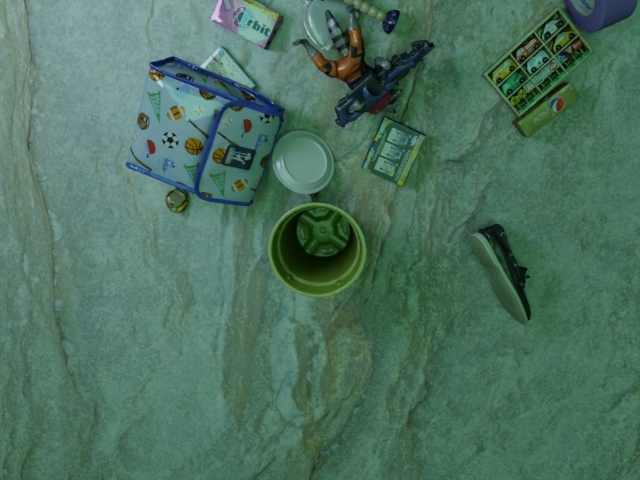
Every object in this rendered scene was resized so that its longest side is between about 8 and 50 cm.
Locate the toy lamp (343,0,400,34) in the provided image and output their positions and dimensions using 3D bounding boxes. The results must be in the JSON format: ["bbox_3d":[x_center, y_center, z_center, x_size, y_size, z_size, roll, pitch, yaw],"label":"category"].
[{"bbox_3d":[0.087,-0.671,1.592,0.274,0.080,0.080,21,106,-16],"label":"toy lamp"}]

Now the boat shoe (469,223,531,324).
[{"bbox_3d":[0.583,0.099,1.764,0.113,0.127,0.340,-34,98,-11],"label":"boat shoe"}]

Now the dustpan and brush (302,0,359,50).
[{"bbox_3d":[-0.013,-0.667,1.644,0.211,0.060,0.147,42,91,-14],"label":"dustpan and brush"}]

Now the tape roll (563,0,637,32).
[{"bbox_3d":[0.699,-0.682,1.463,0.090,0.275,0.275,-23,102,10],"label":"tape roll"}]

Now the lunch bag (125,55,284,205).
[{"bbox_3d":[-0.328,-0.306,1.662,0.385,0.239,0.328,23,115,-4],"label":"lunch bag"}]

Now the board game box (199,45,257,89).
[{"bbox_3d":[-0.281,-0.490,1.722,0.103,0.026,0.154,-40,98,13],"label":"board game box"}]

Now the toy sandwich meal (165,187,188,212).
[{"bbox_3d":[-0.461,-0.127,1.831,0.085,0.029,0.086,1,105,4],"label":"toy sandwich meal"}]

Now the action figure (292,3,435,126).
[{"bbox_3d":[0.139,-0.503,1.602,0.341,0.179,0.330,-30,122,20],"label":"action figure"}]

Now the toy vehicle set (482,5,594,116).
[{"bbox_3d":[0.621,-0.508,1.639,0.267,0.035,0.166,-42,98,14],"label":"toy vehicle set"}]

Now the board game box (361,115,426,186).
[{"bbox_3d":[0.221,-0.269,1.729,0.141,0.048,0.170,24,105,-4],"label":"board game box"}]

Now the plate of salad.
[{"bbox_3d":[-0.053,-0.235,1.733,0.199,0.048,0.200,4,79,-20],"label":"plate of salad"}]

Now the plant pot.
[{"bbox_3d":[0.000,0.000,1.712,0.275,0.254,0.276,1,104,4],"label":"plant pot"}]

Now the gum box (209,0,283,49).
[{"bbox_3d":[-0.209,-0.642,1.657,0.188,0.062,0.107,28,105,-3],"label":"gum box"}]

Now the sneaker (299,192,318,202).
[{"bbox_3d":[-0.062,-0.193,1.778,0.065,0.061,0.158,-39,95,-18],"label":"sneaker"}]

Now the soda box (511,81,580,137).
[{"bbox_3d":[0.652,-0.378,1.658,0.181,0.061,0.058,-38,99,13],"label":"soda box"}]
